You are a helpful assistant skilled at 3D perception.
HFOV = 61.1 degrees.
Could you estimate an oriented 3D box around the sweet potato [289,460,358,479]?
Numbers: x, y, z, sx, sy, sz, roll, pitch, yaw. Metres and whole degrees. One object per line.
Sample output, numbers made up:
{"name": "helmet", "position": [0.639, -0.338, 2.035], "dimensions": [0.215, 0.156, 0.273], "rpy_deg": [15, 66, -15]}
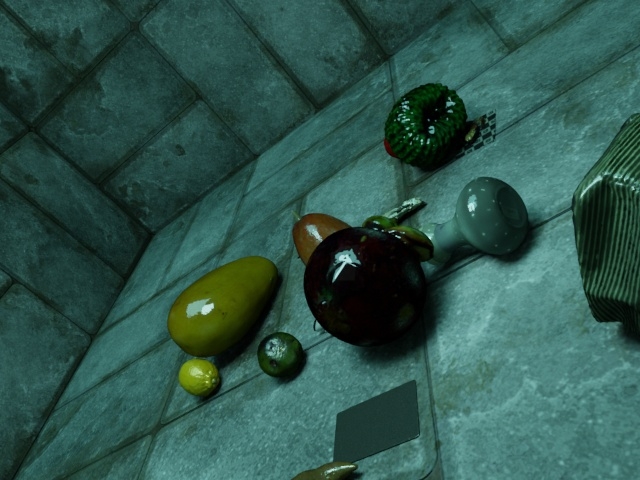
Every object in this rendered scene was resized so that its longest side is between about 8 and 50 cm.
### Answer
{"name": "sweet potato", "position": [-0.015, 0.488, 1.089], "dimensions": [0.218, 0.051, 0.065], "rpy_deg": [-35, 22, 17]}

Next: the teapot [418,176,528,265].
{"name": "teapot", "position": [0.344, -0.029, 1.260], "dimensions": [0.251, 0.183, 0.183], "rpy_deg": [-34, 22, 50]}

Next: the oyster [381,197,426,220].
{"name": "oyster", "position": [0.232, -0.069, 1.643], "dimensions": [0.200, 0.061, 0.106], "rpy_deg": [-31, 9, 21]}

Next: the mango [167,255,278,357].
{"name": "mango", "position": [-0.312, 0.200, 1.799], "dimensions": [0.300, 0.232, 0.445], "rpy_deg": [-18, 21, 45]}

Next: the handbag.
{"name": "handbag", "position": [0.511, 0.010, 0.754], "dimensions": [0.247, 0.340, 0.240], "rpy_deg": [-45, 42, -16]}

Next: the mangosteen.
{"name": "mangosteen", "position": [0.108, 0.093, 1.259], "dimensions": [0.311, 0.311, 0.311], "rpy_deg": [-35, 25, 19]}

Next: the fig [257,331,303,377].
{"name": "fig", "position": [-0.113, 0.319, 1.479], "dimensions": [0.123, 0.123, 0.156], "rpy_deg": [-56, -11, -27]}

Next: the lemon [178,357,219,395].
{"name": "lemon", "position": [-0.373, 0.424, 1.676], "dimensions": [0.155, 0.114, 0.114], "rpy_deg": [5, 52, 45]}

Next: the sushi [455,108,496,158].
{"name": "sushi", "position": [0.483, -0.347, 1.710], "dimensions": [0.139, 0.031, 0.201], "rpy_deg": [-25, 30, 34]}

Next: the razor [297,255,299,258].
{"name": "razor", "position": [-0.014, 0.030, 1.865], "dimensions": [0.155, 0.028, 0.044], "rpy_deg": [-24, 30, 39]}

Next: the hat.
{"name": "hat", "position": [0.318, -0.344, 1.793], "dimensions": [0.274, 0.242, 0.332], "rpy_deg": [-34, -4, -21]}

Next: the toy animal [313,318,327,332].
{"name": "toy animal", "position": [0.036, 0.157, 1.495], "dimensions": [0.127, 0.181, 0.131], "rpy_deg": [-8, 13, -27]}

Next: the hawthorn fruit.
{"name": "hawthorn fruit", "position": [0.000, 0.000, 1.619], "dimensions": [0.199, 0.251, 0.199], "rpy_deg": [-47, 0, 0]}

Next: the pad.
{"name": "pad", "position": [0.112, 0.381, 1.126], "dimensions": [0.211, 0.003, 0.143], "rpy_deg": [-32, 26, 25]}
